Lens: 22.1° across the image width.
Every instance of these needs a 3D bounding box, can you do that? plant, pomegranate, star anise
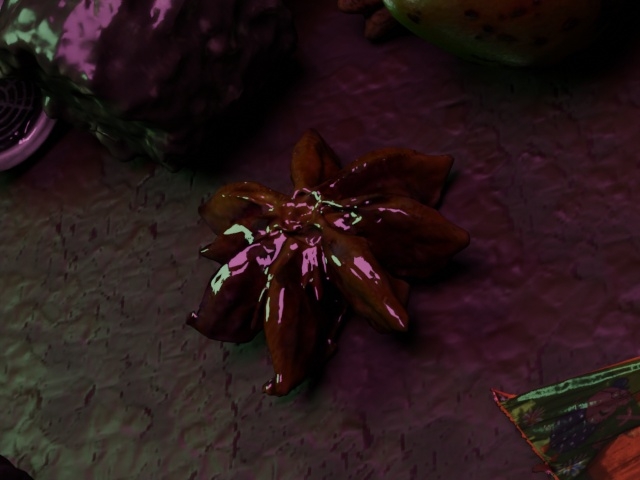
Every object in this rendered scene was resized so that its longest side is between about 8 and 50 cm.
[{"bbox_3d":[-0.067,-0.178,0.933,0.146,0.149,0.274,17,70,28],"label":"plant"},{"bbox_3d":[0.081,-0.160,0.852,0.205,0.159,0.159,-18,46,50],"label":"pomegranate"},{"bbox_3d":[-0.001,0.000,0.832,0.168,0.057,0.168,-14,55,20],"label":"star anise"}]

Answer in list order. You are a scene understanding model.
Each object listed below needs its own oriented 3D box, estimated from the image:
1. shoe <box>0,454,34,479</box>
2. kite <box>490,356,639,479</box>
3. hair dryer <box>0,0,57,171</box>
[{"bbox_3d":[-0.275,0.202,0.813,0.149,0.109,0.293,29,72,43],"label":"shoe"},{"bbox_3d":[0.154,0.078,0.617,0.234,0.016,0.321,-43,19,5],"label":"kite"},{"bbox_3d":[-0.148,-0.201,1.033,0.357,0.107,0.173,-42,52,-12],"label":"hair dryer"}]
